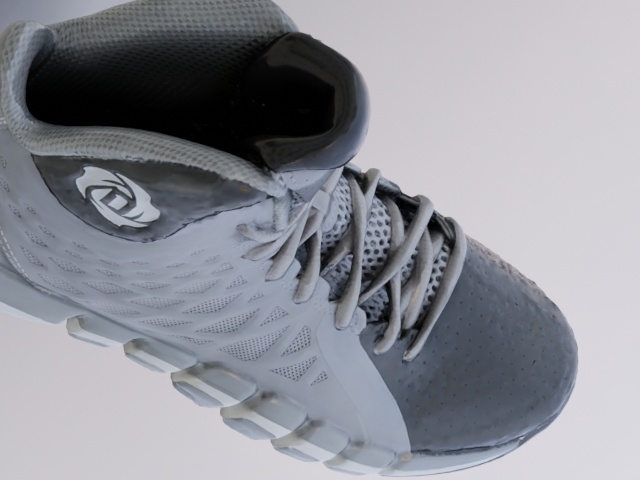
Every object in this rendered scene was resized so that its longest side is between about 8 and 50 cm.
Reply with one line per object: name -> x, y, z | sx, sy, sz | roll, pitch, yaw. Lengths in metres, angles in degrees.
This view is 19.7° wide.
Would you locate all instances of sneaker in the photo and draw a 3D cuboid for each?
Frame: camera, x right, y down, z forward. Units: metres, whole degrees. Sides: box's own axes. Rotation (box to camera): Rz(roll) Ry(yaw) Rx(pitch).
sneaker -> 0.000, 0.000, 0.506 | 0.132, 0.228, 0.086 | -33, -137, 55
